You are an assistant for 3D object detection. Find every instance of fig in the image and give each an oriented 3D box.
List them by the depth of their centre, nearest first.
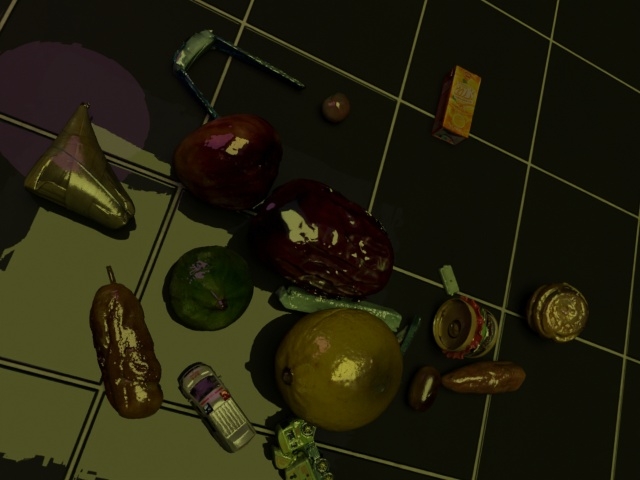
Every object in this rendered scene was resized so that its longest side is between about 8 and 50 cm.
[{"bbox_3d":[-0.237,0.101,1.127,0.203,0.235,0.203,2,83,-18],"label":"fig"},{"bbox_3d":[-0.214,-0.183,1.202,0.263,0.224,0.224,-18,87,-5],"label":"fig"}]

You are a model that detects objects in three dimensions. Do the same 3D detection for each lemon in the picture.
[{"bbox_3d":[0.044,0.292,1.173,0.297,0.297,0.297,4,79,-20],"label":"lemon"}]

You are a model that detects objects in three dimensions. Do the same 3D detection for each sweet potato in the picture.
[{"bbox_3d":[0.449,0.386,1.412,0.252,0.097,0.097,-3,81,-17],"label":"sweet potato"}]

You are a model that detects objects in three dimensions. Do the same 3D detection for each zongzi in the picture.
[{"bbox_3d":[-0.500,-0.167,1.154,0.228,0.115,0.256,28,61,-18],"label":"zongzi"}]

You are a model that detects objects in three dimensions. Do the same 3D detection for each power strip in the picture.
[{"bbox_3d":[0.371,0.115,1.471,0.040,0.016,0.090,-17,85,-22],"label":"power strip"}]

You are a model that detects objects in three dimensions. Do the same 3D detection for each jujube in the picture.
[{"bbox_3d":[0.000,0.000,1.238,0.377,0.258,0.258,31,70,-29],"label":"jujube"}]

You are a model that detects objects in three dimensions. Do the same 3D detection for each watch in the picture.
[{"bbox_3d":[-0.216,-0.433,1.324,0.274,0.068,0.276,48,67,-6],"label":"watch"}]

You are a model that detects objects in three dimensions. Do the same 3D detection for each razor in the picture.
[{"bbox_3d":[0.226,0.289,1.365,0.066,0.033,0.190,36,75,-47],"label":"razor"}]

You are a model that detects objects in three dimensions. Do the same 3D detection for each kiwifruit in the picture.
[{"bbox_3d":[0.276,0.394,1.353,0.075,0.075,0.124,28,76,-14],"label":"kiwifruit"}]

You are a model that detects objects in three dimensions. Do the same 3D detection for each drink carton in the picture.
[{"bbox_3d":[0.416,-0.414,1.559,0.096,0.071,0.223,22,73,-15],"label":"drink carton"}]

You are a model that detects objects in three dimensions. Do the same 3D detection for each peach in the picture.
[{"bbox_3d":[0.045,-0.366,1.404,0.083,0.083,0.083,4,79,-20],"label":"peach"}]

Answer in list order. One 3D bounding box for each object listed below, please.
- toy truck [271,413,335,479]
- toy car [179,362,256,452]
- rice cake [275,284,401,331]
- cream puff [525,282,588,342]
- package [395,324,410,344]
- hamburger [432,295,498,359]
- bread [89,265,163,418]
[{"bbox_3d":[-0.050,0.514,1.202,0.116,0.085,0.191,-22,91,-14],"label":"toy truck"},{"bbox_3d":[-0.232,0.375,1.143,0.089,0.108,0.209,-35,93,-23],"label":"toy car"},{"bbox_3d":[0.048,0.173,1.307,0.336,0.066,0.063,17,95,-16],"label":"rice cake"},{"bbox_3d":[0.700,0.209,1.519,0.189,0.129,0.189,1,85,-13],"label":"cream puff"},{"bbox_3d":[0.208,0.272,1.380,0.110,0.015,0.037,-30,86,-25],"label":"package"},{"bbox_3d":[0.402,0.243,1.388,0.137,0.175,0.175,20,73,-30],"label":"hamburger"},{"bbox_3d":[-0.430,0.221,1.111,0.124,0.084,0.344,-13,85,-23],"label":"bread"}]
